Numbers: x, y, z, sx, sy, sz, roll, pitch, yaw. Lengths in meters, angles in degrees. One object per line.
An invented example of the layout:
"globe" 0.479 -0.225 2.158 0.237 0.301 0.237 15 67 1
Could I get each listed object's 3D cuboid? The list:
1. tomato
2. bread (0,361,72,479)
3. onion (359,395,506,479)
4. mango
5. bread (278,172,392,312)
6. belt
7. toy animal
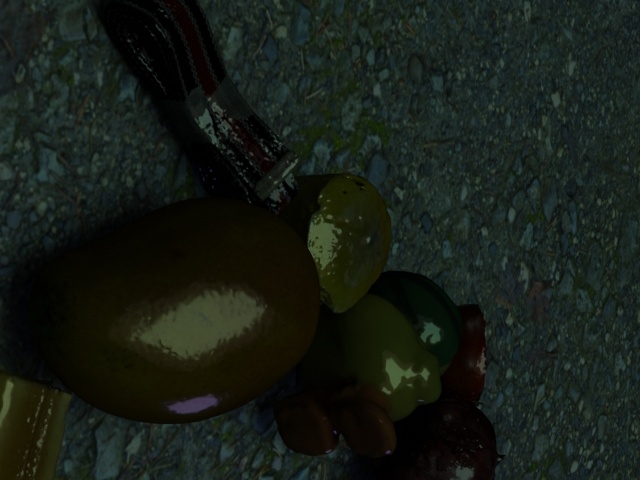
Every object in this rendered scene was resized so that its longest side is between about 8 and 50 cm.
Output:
"tomato" 0.210 0.192 2.142 0.189 0.099 0.173 104 -14 -62
"bread" -0.349 0.220 1.444 0.134 0.085 0.173 33 67 -51
"onion" 0.158 0.345 2.026 0.252 0.219 0.252 23 90 -84
"mango" -0.167 0.084 1.560 0.378 0.221 0.264 -7 93 -41
"bread" 0.003 -0.003 1.797 0.197 0.170 0.197 -8 101 -49
"belt" -0.145 -0.173 1.644 0.094 0.126 0.359 -47 123 -26
"toy animal" 0.077 0.155 1.879 0.338 0.216 0.191 -42 116 -49
